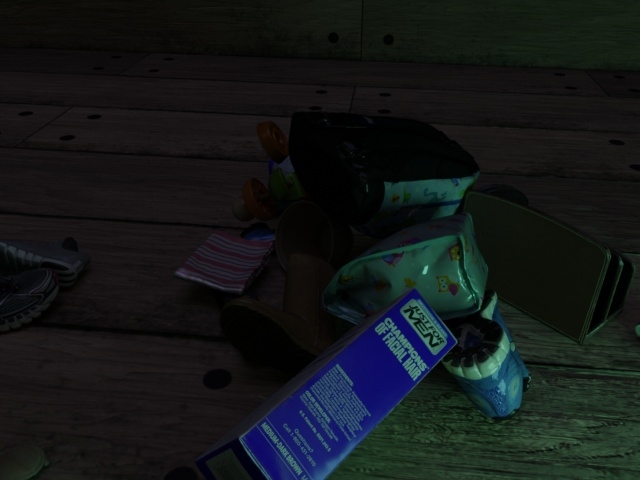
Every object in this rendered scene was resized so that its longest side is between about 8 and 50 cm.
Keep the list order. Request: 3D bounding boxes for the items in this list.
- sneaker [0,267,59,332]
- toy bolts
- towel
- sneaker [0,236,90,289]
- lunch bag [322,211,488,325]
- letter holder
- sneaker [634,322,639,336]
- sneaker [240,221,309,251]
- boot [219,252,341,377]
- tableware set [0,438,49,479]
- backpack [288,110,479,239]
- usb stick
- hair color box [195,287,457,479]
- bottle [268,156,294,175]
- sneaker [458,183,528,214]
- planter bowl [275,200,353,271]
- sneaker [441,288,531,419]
[{"bbox_3d":[-0.629,0.109,1.083,0.299,0.112,0.121,-18,36,-29],"label":"sneaker"},{"bbox_3d":[-0.120,-0.140,1.406,0.159,0.218,0.228,-25,-16,20],"label":"toy bolts"},{"bbox_3d":[-0.188,0.038,1.204,0.144,0.029,0.197,13,28,10],"label":"towel"},{"bbox_3d":[-0.591,0.031,1.256,0.229,0.086,0.132,16,28,5],"label":"sneaker"},{"bbox_3d":[0.146,0.063,1.051,0.262,0.160,0.223,-17,6,19],"label":"lunch bag"},{"bbox_3d":[0.430,0.014,1.162,0.152,0.214,0.302,-23,38,-34],"label":"letter holder"},{"bbox_3d":[0.621,0.205,0.994,0.095,0.090,0.235,-13,27,2],"label":"sneaker"},{"bbox_3d":[-0.104,-0.010,1.343,0.152,0.058,0.084,-12,41,-8],"label":"sneaker"},{"bbox_3d":[-0.055,0.108,1.052,0.236,0.089,0.269,40,27,-20],"label":"boot"},{"bbox_3d":[-0.472,0.323,0.817,0.141,0.020,0.169,17,33,21],"label":"tableware set"},{"bbox_3d":[0.147,-0.135,1.224,0.356,0.273,0.290,-17,44,-26],"label":"backpack"},{"bbox_3d":[-0.146,0.128,1.125,0.077,0.045,0.278,-11,33,-21],"label":"usb stick"},{"bbox_3d":[0.014,0.215,0.810,0.339,0.185,0.110,-35,84,-37],"label":"hair color box"},{"bbox_3d":[-0.017,-0.154,1.551,0.118,0.092,0.283,-25,40,-29],"label":"bottle"},{"bbox_3d":[0.353,-0.045,1.388,0.287,0.109,0.130,-14,39,-6],"label":"sneaker"},{"bbox_3d":[0.000,0.000,1.254,0.162,0.162,0.109,29,20,39],"label":"planter bowl"},{"bbox_3d":[0.258,0.185,0.981,0.130,0.147,0.330,-23,9,16],"label":"sneaker"}]
